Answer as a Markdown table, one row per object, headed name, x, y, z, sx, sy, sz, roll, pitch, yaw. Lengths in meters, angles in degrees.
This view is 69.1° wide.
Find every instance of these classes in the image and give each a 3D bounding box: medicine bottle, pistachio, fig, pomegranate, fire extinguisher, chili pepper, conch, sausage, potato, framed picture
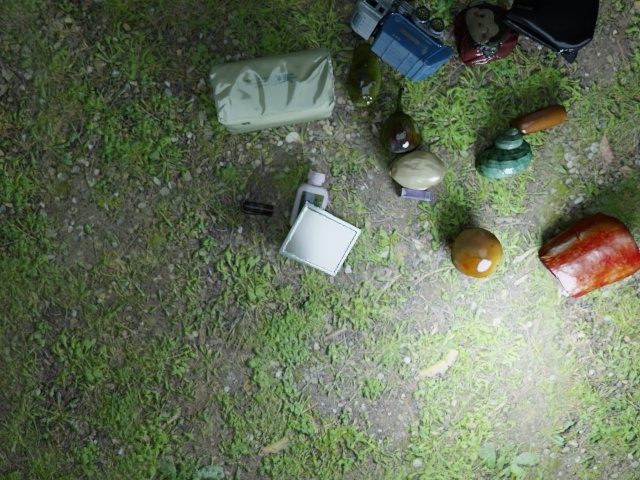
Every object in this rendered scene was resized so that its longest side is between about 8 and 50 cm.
| name | x | y | z | sx | sy | sz | roll | pitch | yaw |
| --- | --- | --- | --- | --- | --- | --- | --- | --- | --- |
| medicine bottle | -0.037 | -0.143 | 1.699 | 0.115 | 0.078 | 0.218 | 12 | 98 | -11 |
| pistachio | 0.351 | -0.259 | 1.681 | 0.201 | 0.117 | 0.145 | 8 | 114 | 2 |
| fig | 0.286 | -0.431 | 1.652 | 0.150 | 0.149 | 0.244 | -1 | 88 | -3 |
| pomegranate | 0.573 | 0.043 | 1.713 | 0.192 | 0.191 | 0.191 | 0 | 99 | -3 |
| fire extinguisher | -0.241 | -0.121 | 1.715 | 0.132 | 0.039 | 0.056 | 9 | 90 | -5 |
| chili pepper | 0.992 | 0.068 | 1.739 | 0.306 | 0.229 | 0.251 | -32 | 103 | 13 |
| conch | 0.675 | -0.312 | 1.691 | 0.176 | 0.122 | 0.187 | 18 | 95 | 19 |
| sausage | 0.797 | -0.439 | 1.698 | 0.198 | 0.076 | 0.076 | -19 | 100 | 1 |
| potato | 0.155 | -0.581 | 1.633 | 0.118 | 0.090 | 0.225 | 1 | 92 | 3 |
| framed picture | 0.000 | 0.000 | 1.705 | 0.275 | 0.017 | 0.217 | 27 | 96 | -32 |

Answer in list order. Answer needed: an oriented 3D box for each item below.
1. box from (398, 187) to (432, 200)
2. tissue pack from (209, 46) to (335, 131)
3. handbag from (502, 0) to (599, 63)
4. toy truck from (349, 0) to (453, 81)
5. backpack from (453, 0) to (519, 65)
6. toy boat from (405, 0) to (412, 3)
| name | x | y | z | sx | sy | sz | roll | pitch | yaw |
| --- | --- | --- | --- | --- | --- | --- | --- | --- | --- |
| box | 0.352 | -0.171 | 1.730 | 0.117 | 0.050 | 0.036 | 7 | 91 | -3 |
| tissue pack | -0.149 | -0.484 | 1.530 | 0.381 | 0.297 | 0.206 | -10 | 97 | 0 |
| handbag | 0.771 | -0.769 | 1.571 | 0.288 | 0.152 | 0.342 | 25 | 61 | 2 |
| toy truck | 0.272 | -0.705 | 1.570 | 0.368 | 0.146 | 0.175 | 36 | 75 | -5 |
| backpack | 0.581 | -0.716 | 1.616 | 0.230 | 0.139 | 0.228 | 1 | 79 | -5 |
| toy boat | 0.420 | -0.918 | 1.589 | 0.321 | 0.089 | 0.121 | -35 | 91 | 0 |
